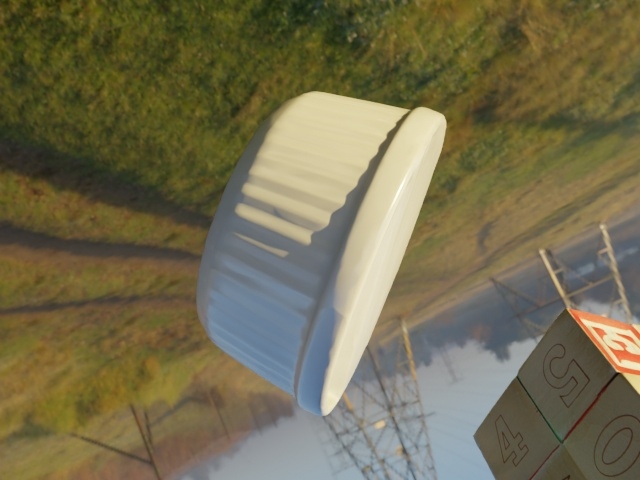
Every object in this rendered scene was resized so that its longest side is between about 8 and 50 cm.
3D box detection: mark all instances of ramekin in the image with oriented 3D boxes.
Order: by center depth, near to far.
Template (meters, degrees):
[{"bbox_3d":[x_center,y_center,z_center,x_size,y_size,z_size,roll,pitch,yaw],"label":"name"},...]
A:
[{"bbox_3d":[0.000,0.000,0.632,0.273,0.127,0.273,22,90,-81],"label":"ramekin"}]

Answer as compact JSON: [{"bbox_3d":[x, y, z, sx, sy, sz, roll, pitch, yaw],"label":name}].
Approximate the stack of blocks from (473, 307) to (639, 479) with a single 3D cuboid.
[{"bbox_3d":[0.201,0.161,0.267,0.171,0.297,0.087,15,118,-25],"label":"stack of blocks"}]
